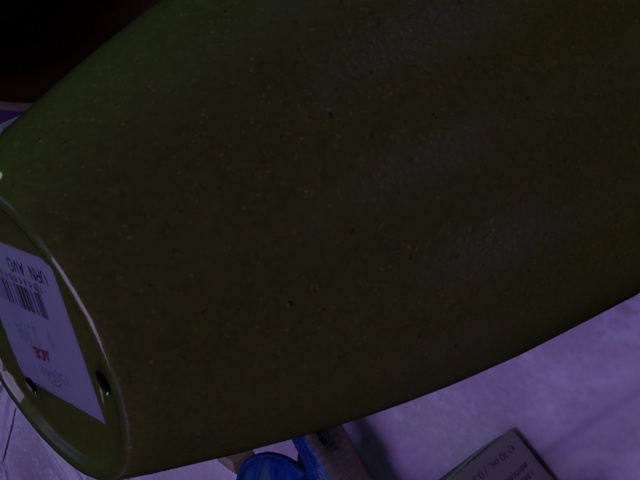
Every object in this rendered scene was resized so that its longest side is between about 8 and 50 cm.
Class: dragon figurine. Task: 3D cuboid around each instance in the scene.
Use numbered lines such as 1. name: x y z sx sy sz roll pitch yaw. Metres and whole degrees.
1. dragon figurine: -0.011 0.207 0.833 0.144 0.085 0.289 44 138 26

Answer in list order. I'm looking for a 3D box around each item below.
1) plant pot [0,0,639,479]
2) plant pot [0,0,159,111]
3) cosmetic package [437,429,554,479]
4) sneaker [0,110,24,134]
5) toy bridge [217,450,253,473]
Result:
1. plant pot: -0.013 -0.023 0.487 0.275 0.293 0.274 32 137 36
2. plant pot: -0.232 -0.214 0.724 0.254 0.237 0.237 19 130 64
3. cosmetic package: 0.146 0.294 0.658 0.296 0.129 0.153 50 143 14
4. sneaker: -0.213 -0.071 0.895 0.282 0.102 0.161 44 140 6
5. toy bridge: -0.100 0.135 0.951 0.063 0.026 0.188 27 134 40
